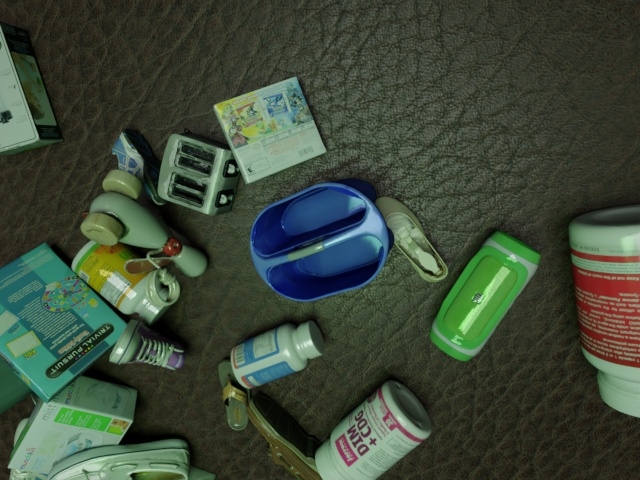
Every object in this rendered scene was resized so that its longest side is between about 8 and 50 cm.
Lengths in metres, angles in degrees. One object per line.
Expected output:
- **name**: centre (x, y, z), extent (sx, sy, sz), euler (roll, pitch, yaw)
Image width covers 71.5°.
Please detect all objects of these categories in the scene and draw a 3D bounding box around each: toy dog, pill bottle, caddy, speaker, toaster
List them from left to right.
- **pill bottle**: centre (-0.504, 0.105, 1.161), extent (0.245, 0.136, 0.136), euler (40, 105, -1)
- **toy dog**: centre (-0.443, -0.007, 1.079), extent (0.161, 0.220, 0.334), euler (-7, 122, 34)
- **toaster**: centre (-0.294, -0.168, 1.082), extent (0.185, 0.110, 0.168), euler (20, 104, 5)
- **pill bottle**: centre (-0.106, 0.287, 1.141), extent (0.221, 0.124, 0.124), euler (-23, 97, 14)
- **caddy**: centre (0.000, 0.000, 1.002), extent (0.341, 0.179, 0.241), euler (-20, 99, 28)
- **pill bottle**: centre (0.128, 0.503, 1.128), extent (0.160, 0.160, 0.283), euler (42, 105, -1)
- **speaker**: centre (0.374, 0.128, 1.027), extent (0.131, 0.131, 0.296), euler (29, 105, 2)
- **pill bottle**: centre (0.665, 0.143, 0.928), extent (0.229, 0.229, 0.408), euler (-9, 100, 11)

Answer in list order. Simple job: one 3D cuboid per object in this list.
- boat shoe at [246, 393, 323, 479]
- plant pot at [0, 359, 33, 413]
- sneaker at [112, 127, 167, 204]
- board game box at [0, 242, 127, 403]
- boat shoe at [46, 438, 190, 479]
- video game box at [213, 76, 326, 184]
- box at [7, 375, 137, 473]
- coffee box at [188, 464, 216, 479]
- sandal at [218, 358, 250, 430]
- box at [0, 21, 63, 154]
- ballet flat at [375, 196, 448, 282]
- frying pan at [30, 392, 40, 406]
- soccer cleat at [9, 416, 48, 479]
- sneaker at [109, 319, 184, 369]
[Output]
- **boat shoe**: centre (-0.099, 0.554, 1.203), extent (0.307, 0.111, 0.104), euler (44, 104, -2)
- **plant pot**: centre (-0.986, 0.388, 1.170), extent (0.341, 0.334, 0.341), euler (10, 111, 28)
- **sneaker**: centre (-0.452, -0.177, 1.128), extent (0.081, 0.080, 0.211), euler (-34, 82, 22)
- **board game box**: centre (-0.717, 0.207, 1.159), extent (0.336, 0.254, 0.079), euler (46, 137, -2)
- **boat shoe**: centre (-0.539, 0.658, 1.199), extent (0.367, 0.156, 0.136), euler (1, 119, -21)
- **video game box**: centre (-0.114, -0.253, 1.024), extent (0.205, 0.048, 0.187), euler (-24, 100, -15)
- **box**: centre (-0.685, 0.518, 1.244), extent (0.231, 0.127, 0.262), euler (28, 107, -28)
- **coffee box**: centre (-0.398, 0.813, 1.294), extent (0.098, 0.141, 0.246), euler (18, 105, 4)
- **sandal**: centre (-0.241, 0.434, 1.227), extent (0.090, 0.060, 0.219), euler (2, 102, 9)
- **box**: centre (-0.801, -0.376, 1.134), extent (0.169, 0.087, 0.290), euler (-13, 99, 12)
- **ballet flat**: centre (0.214, -0.001, 1.048), extent (0.086, 0.086, 0.248), euler (-40, 93, 15)
- **frying pan**: centre (-0.826, 0.412, 1.325), extent (0.326, 0.053, 0.197), euler (35, 105, 3)
- **soccer cleat**: centre (-0.884, 0.710, 1.351), extent (0.116, 0.143, 0.331), euler (1, 102, 9)
- **sneaker**: centre (-0.422, 0.275, 1.128), extent (0.161, 0.282, 0.102), euler (26, 80, -6)
